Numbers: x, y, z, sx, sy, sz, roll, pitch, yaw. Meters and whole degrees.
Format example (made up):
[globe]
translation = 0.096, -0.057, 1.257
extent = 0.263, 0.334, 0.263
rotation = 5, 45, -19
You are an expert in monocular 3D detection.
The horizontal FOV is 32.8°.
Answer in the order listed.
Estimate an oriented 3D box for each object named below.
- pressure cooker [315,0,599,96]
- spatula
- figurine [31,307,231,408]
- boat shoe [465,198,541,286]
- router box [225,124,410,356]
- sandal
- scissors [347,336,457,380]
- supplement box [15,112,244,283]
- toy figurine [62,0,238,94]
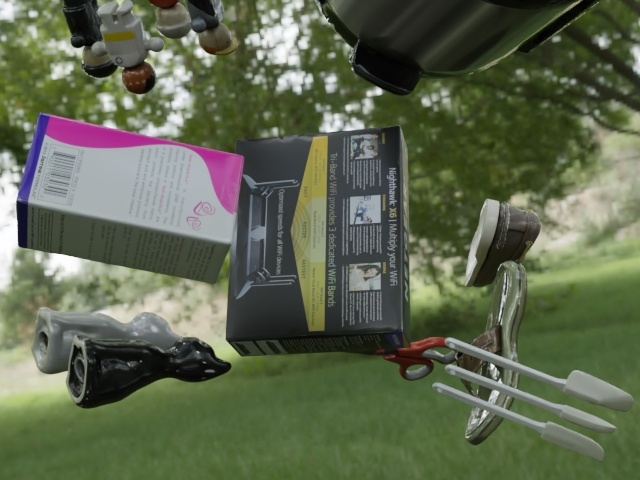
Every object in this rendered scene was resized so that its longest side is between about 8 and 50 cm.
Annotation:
[pressure cooker]
translation = 0.173, -0.412, 1.397
extent = 0.370, 0.375, 0.420
rotation = -23, -3, -20
[spatula]
translation = 0.265, 0.197, 1.393
extent = 0.242, 0.019, 0.168
rotation = 21, -33, 13
[figurine]
translation = -0.257, 0.149, 1.466
extent = 0.209, 0.092, 0.215
rotation = 0, 13, -34
[boat shoe]
translation = 0.319, 0.017, 1.935
extent = 0.096, 0.117, 0.324
rotation = 10, -19, 5
[router box]
translation = 0.000, 0.000, 1.513
extent = 0.243, 0.309, 0.081
rotation = -3, -23, 12
[sandal]
translation = 0.251, 0.169, 1.670
extent = 0.086, 0.303, 0.120
rotation = 16, -26, -8
[scissors]
translation = 0.108, 0.162, 1.660
extent = 0.109, 0.021, 0.297
rotation = -35, -36, 26
[supplement box]
translation = -0.202, -0.042, 1.163
extent = 0.220, 0.111, 0.114
rotation = 11, -29, -9
[toy figurine]
translation = -0.249, -0.313, 1.574
extent = 0.213, 0.148, 0.209
rotation = -32, 39, -24
